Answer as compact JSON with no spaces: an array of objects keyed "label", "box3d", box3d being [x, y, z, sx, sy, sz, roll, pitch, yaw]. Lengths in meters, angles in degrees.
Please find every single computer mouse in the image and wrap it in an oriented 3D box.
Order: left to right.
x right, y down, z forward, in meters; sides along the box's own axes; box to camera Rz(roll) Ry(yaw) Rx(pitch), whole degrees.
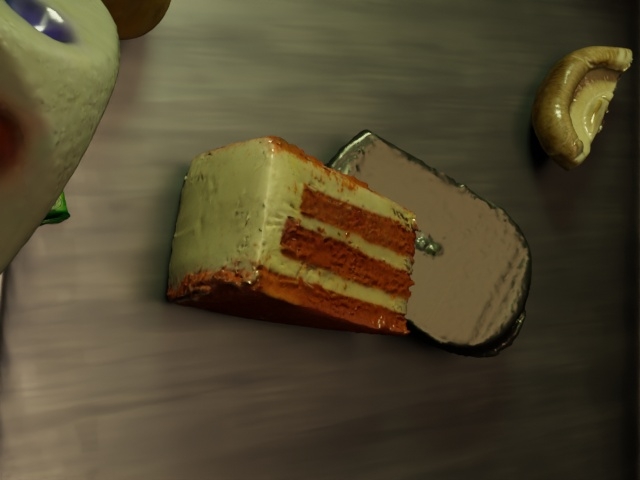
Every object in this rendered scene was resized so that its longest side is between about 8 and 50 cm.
[{"label":"computer mouse","box3d":[0.109,0.011,1.199,0.295,0.087,0.168,35,76,-10]}]

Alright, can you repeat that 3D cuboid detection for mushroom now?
[{"label":"mushroom","box3d":[0.324,-0.181,1.367,0.094,0.072,0.210,43,60,-24]}]

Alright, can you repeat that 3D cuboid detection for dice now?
[{"label":"dice","box3d":[-0.316,-0.113,0.787,0.251,0.243,0.259,33,108,-26]}]

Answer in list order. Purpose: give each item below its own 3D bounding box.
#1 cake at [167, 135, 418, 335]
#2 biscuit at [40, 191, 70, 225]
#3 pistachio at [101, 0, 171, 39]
[{"label":"cake","box3d":[0.000,0.000,1.042,0.262,0.159,0.158,10,79,-17]},{"label":"biscuit","box3d":[-0.260,-0.057,1.001,0.046,0.016,0.089,-10,90,-34]},{"label":"pistachio","box3d":[-0.219,-0.311,0.983,0.213,0.163,0.260,27,55,-50]}]
